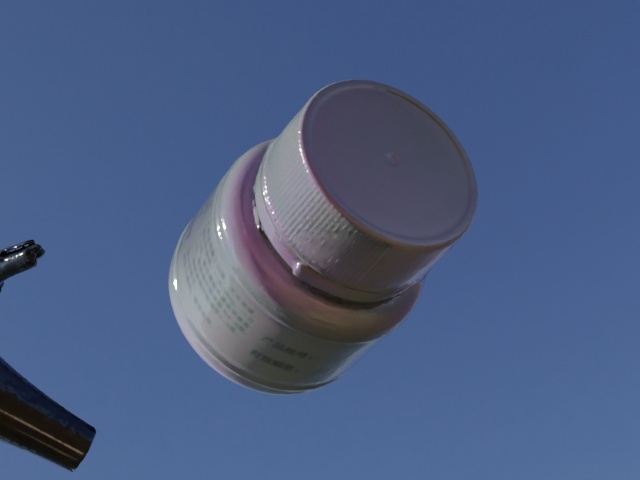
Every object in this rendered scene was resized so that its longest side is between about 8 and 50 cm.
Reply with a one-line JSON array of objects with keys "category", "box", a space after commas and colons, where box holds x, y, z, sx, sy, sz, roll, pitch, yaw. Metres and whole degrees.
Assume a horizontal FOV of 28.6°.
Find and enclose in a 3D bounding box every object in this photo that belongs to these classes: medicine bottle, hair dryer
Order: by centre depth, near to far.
[{"category": "hair dryer", "box": [-0.200, 0.060, 0.769, 0.195, 0.075, 0.219, 32, -39, -15]}, {"category": "medicine bottle", "box": [0.000, 0.000, 1.296, 0.241, 0.241, 0.302, 3, -32, -30]}]
